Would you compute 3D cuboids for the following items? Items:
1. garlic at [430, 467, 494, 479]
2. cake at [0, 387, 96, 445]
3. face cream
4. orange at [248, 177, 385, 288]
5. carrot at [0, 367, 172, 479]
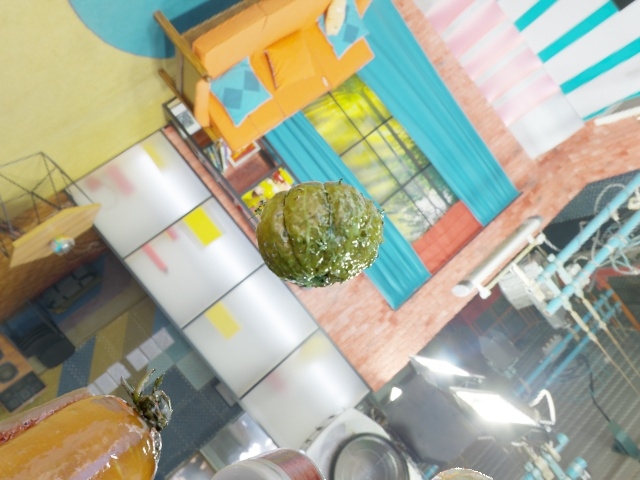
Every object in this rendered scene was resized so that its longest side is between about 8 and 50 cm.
[{"bbox_3d":[0.346,0.647,0.966,0.249,0.286,0.313,-61,-177,-12],"label":"garlic"},{"bbox_3d":[-0.603,0.521,1.011,0.309,0.237,0.230,-20,136,-27],"label":"cake"},{"bbox_3d":[-0.104,0.522,0.866,0.201,0.201,0.187,-38,154,12],"label":"face cream"},{"bbox_3d":[0.000,0.000,1.044,0.300,0.223,0.301,-22,151,33],"label":"orange"},{"bbox_3d":[-0.368,0.354,0.695,0.331,0.193,0.214,-29,171,-45],"label":"carrot"}]
